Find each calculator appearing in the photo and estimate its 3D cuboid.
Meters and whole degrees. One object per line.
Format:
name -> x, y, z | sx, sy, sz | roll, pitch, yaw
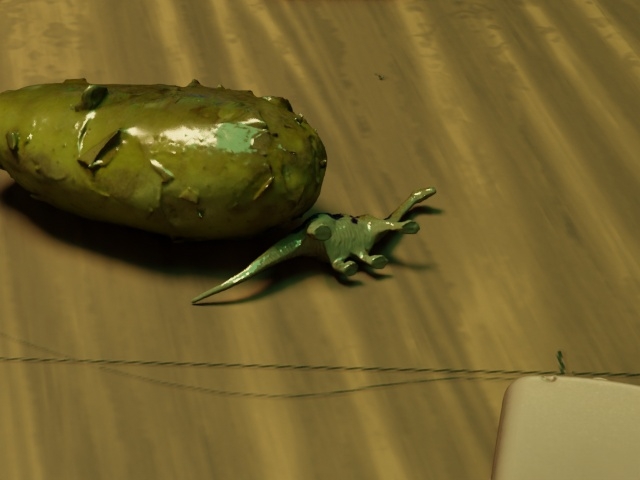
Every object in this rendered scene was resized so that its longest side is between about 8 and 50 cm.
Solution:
calculator -> 0.132, 0.119, 0.903 | 0.100, 0.032, 0.175 | 7, 32, 8

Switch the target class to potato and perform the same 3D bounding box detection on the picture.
potato -> -0.104, -0.053, 1.113 | 0.225, 0.090, 0.117 | 8, 18, 16

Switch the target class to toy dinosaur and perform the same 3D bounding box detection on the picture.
toy dinosaur -> 0.010, 0.002, 1.086 | 0.180, 0.037, 0.058 | -14, 11, -35
